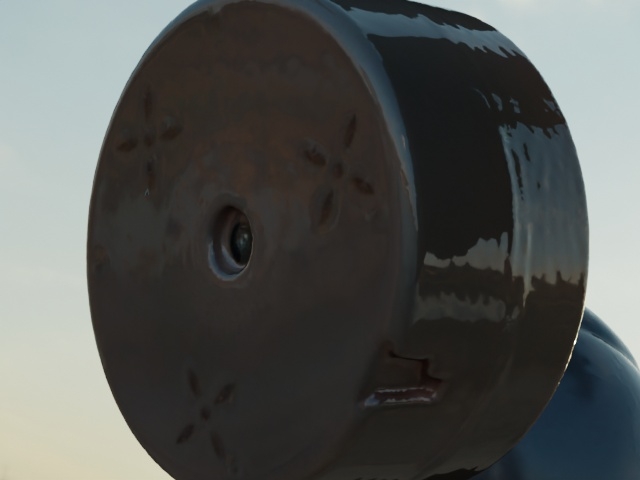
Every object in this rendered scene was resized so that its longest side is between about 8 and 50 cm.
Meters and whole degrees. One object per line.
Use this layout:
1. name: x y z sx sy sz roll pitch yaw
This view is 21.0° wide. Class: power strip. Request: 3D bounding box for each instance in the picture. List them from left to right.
1. power strip: 0.000 0.000 0.511 0.078 0.154 0.154 2 -3 -40

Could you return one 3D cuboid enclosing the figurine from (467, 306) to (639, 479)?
1. figurine: 0.058 0.142 0.751 0.197 0.175 0.265 32 -43 41
